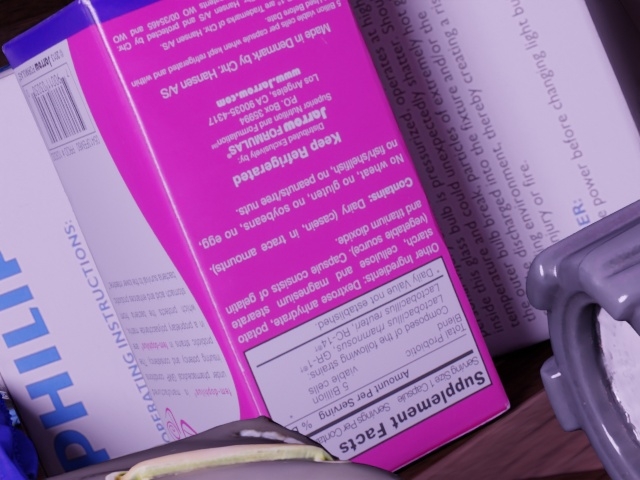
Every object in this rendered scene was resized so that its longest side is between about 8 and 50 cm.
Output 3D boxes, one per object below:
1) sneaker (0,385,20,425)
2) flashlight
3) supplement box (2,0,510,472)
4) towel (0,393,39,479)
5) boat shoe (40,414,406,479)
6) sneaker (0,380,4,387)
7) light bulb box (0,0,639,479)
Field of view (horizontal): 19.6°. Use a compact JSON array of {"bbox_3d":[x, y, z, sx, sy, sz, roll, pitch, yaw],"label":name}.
[{"bbox_3d":[-0.173,0.070,1.326,0.188,0.078,0.067,-25,7,-28],"label":"sneaker"},{"bbox_3d":[0.211,-0.012,0.527,0.304,0.103,0.103,-25,3,-15],"label":"flashlight"},{"bbox_3d":[-0.028,-0.005,0.773,0.114,0.220,0.111,-24,6,-26],"label":"supplement box"},{"bbox_3d":[-0.275,0.157,0.849,0.308,0.076,0.227,-25,8,-12],"label":"towel"},{"bbox_3d":[-0.108,0.122,0.448,0.305,0.109,0.091,-21,0,-27],"label":"boat shoe"},{"bbox_3d":[-0.280,0.043,1.252,0.257,0.169,0.447,-41,30,1],"label":"sneaker"},{"bbox_3d":[0.025,-0.059,1.040,0.361,0.225,0.358,-20,7,22],"label":"light bulb box"}]
